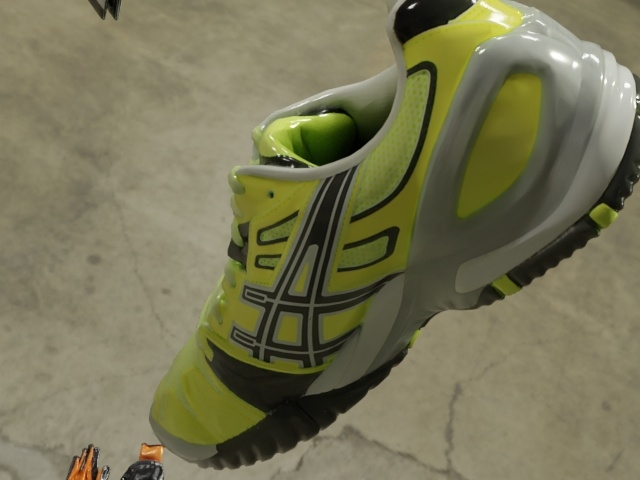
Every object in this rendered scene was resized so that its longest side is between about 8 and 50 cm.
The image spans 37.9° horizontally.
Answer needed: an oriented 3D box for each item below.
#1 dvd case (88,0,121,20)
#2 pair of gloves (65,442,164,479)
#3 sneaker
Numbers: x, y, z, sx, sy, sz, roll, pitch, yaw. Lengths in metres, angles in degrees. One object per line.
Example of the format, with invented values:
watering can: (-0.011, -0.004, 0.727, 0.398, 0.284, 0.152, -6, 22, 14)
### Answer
dvd case: (-0.181, -0.309, 0.721, 0.018, 0.221, 0.164, -12, 47, -32)
pair of gloves: (-0.172, 0.203, 0.779, 0.083, 0.010, 0.074, 0, 47, 2)
sneaker: (0.000, 0.000, 0.546, 0.147, 0.385, 0.145, 37, 34, -15)
